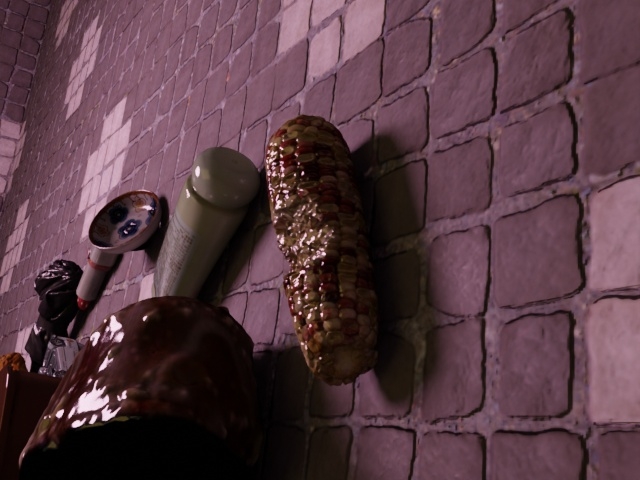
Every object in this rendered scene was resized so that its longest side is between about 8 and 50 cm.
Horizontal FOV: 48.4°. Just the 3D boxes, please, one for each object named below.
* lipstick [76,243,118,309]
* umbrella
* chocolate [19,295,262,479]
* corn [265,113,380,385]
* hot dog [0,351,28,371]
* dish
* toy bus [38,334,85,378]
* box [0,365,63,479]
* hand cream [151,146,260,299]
[{"bbox_3d":[-0.464,0.072,1.453,0.186,0.057,0.063,-59,34,27],"label":"lipstick"},{"bbox_3d":[-0.590,0.201,1.548,0.118,0.118,0.340,45,116,55],"label":"umbrella"},{"bbox_3d":[-0.196,0.194,0.821,0.340,0.225,0.210,-44,29,39],"label":"chocolate"},{"bbox_3d":[0.000,0.000,0.705,0.098,0.098,0.290,-43,43,41],"label":"corn"},{"bbox_3d":[-0.639,0.344,1.472,0.259,0.114,0.175,37,119,36],"label":"hot dog"},{"bbox_3d":[-0.334,-0.016,1.279,0.141,0.078,0.141,-14,45,15],"label":"dish"},{"bbox_3d":[-0.479,0.258,1.354,0.194,0.089,0.087,47,117,55],"label":"toy bus"},{"bbox_3d":[-0.379,0.378,1.005,0.239,0.229,0.340,-40,45,43],"label":"box"},{"bbox_3d":[-0.183,0.009,0.998,0.306,0.093,0.147,-56,33,30],"label":"hand cream"}]
